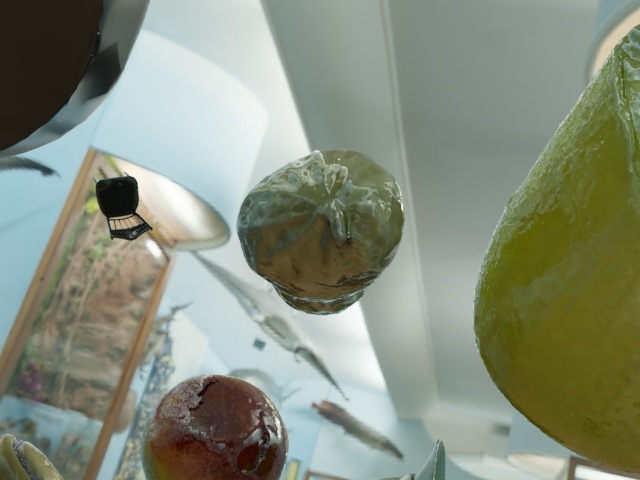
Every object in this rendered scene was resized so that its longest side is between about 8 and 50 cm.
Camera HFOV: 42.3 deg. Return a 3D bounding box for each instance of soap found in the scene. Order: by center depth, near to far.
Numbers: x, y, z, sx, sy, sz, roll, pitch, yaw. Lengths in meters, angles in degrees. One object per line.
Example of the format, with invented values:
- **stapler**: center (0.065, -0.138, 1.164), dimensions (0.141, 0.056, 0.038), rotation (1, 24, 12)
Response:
- **soap**: center (0.317, 0.019, 0.798), dimensions (0.306, 0.427, 0.115), rotation (33, 21, 26)

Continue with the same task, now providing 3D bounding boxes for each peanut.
- **peanut**: center (-0.008, -0.004, 0.871), dimensions (0.159, 0.143, 0.291), rotation (20, -15, -2)

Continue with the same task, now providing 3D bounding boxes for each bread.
- **bread**: center (-0.370, 0.325, 0.944), dimensions (0.134, 0.081, 0.225), rotation (40, -65, 3)

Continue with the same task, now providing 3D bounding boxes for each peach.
- **peach**: center (-0.164, 0.318, 1.273), dimensions (0.231, 0.231, 0.231), rotation (14, -22, 6)

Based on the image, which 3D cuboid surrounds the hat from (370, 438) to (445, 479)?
- **hat**: center (0.104, 0.404, 1.160), dimensions (0.130, 0.257, 0.257), rotation (1, -25, 13)

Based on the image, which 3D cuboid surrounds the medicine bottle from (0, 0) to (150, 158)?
- **medicine bottle**: center (-0.224, -0.225, 0.574), dimensions (0.242, 0.395, 0.243), rotation (-2, -61, -4)

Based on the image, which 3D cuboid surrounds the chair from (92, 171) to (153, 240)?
- **chair**: center (-0.174, -0.034, 0.717), dimensions (0.037, 0.042, 0.086), rotation (-13, 25, -21)
